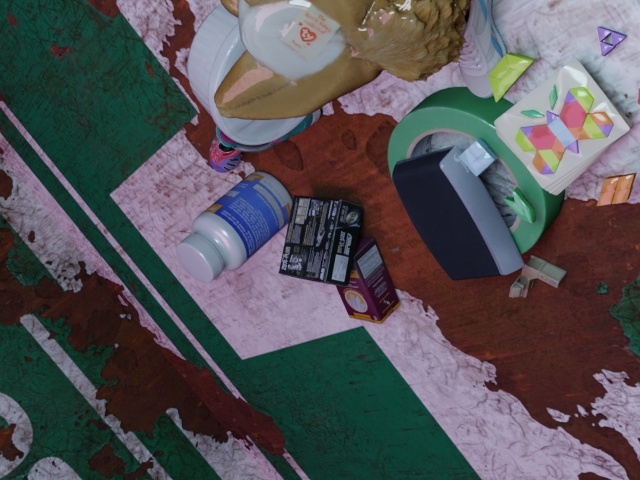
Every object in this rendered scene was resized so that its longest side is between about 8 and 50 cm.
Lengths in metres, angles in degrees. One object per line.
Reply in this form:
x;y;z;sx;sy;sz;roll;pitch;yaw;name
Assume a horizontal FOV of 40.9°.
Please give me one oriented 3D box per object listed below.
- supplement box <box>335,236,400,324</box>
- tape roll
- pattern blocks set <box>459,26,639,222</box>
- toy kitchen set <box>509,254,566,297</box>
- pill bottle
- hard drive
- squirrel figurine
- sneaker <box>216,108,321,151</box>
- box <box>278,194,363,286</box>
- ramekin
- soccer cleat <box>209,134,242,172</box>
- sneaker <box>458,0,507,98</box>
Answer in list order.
0.093;0.087;1.937;0.104;0.081;0.188;6;129;45;supplement box
0.271;-0.114;1.531;0.321;0.077;0.321;30;143;26;tape roll
0.369;-0.171;1.307;0.285;0.026;0.325;42;127;14;pattern blocks set
0.402;0.088;1.601;0.075;0.068;0.083;29;143;26;toy kitchen set
-0.198;-0.027;1.970;0.152;0.272;0.152;29;143;25;pill bottle
0.237;-0.038;1.528;0.172;0.054;0.254;-10;117;52;hard drive
0.045;-0.386;1.242;0.397;0.370;0.281;3;132;10;squirrel figurine
-0.166;-0.276;1.758;0.295;0.178;0.124;29;143;26;sneaker
0.000;0.000;1.861;0.147;0.180;0.077;7;175;44;box
-0.117;-0.318;1.552;0.127;0.273;0.273;39;148;34;ramekin
-0.213;-0.213;1.954;0.083;0.095;0.248;49;147;-3;soccer cleat
0.230;-0.320;1.346;0.087;0.092;0.228;12;134;39;sneaker
